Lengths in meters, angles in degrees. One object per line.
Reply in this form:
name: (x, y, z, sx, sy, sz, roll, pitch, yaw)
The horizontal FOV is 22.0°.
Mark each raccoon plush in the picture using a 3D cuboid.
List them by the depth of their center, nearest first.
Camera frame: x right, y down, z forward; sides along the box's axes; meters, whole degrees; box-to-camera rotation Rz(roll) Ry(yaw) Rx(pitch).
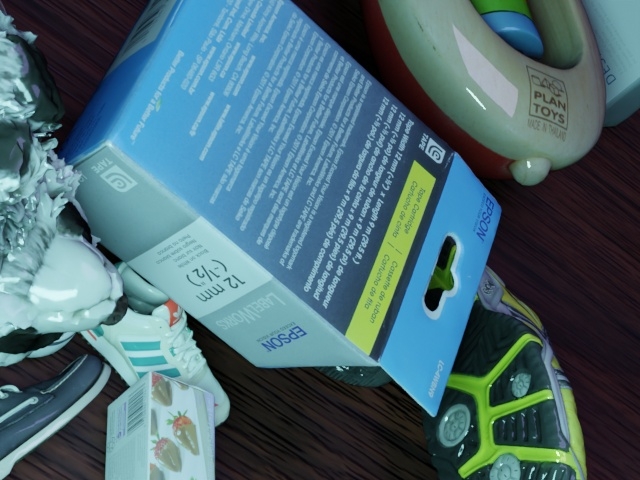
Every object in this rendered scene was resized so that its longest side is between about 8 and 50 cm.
raccoon plush: (-0.316, -0.084, 1.088, 0.446, 0.299, 0.216, 45, 78, 6)

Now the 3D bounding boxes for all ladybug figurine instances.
ladybug figurine: (0.163, -0.234, 1.822, 0.305, 0.162, 0.449, 19, 45, -33)

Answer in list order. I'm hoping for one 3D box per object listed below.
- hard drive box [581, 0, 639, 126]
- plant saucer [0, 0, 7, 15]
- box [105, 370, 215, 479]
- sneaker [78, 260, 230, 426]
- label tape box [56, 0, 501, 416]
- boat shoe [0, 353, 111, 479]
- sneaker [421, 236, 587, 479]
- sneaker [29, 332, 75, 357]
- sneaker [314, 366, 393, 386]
hard drive box: (0.380, -0.276, 2.024, 0.089, 0.232, 0.181, -8, 64, -48)
plant saucer: (-0.336, -0.214, 1.374, 0.168, 0.029, 0.168, 37, 23, -18)
box: (-0.117, 0.246, 1.186, 0.063, 0.067, 0.324, 24, 42, -30)
sneaker: (-0.125, 0.082, 1.314, 0.161, 0.075, 0.057, 45, 36, -5)
label tape box: (-0.026, -0.037, 1.340, 0.347, 0.115, 0.249, 42, 47, -22)
boat shoe: (-0.226, 0.126, 1.174, 0.065, 0.075, 0.206, 51, 41, -3)
sneaker: (0.171, 0.131, 1.461, 0.147, 0.145, 0.385, 31, 23, -29)
sneaker: (-0.276, -0.063, 1.250, 0.321, 0.127, 0.126, 51, 35, 1)
sneaker: (0.000, 0.000, 1.499, 0.286, 0.109, 0.130, 58, 31, 9)
